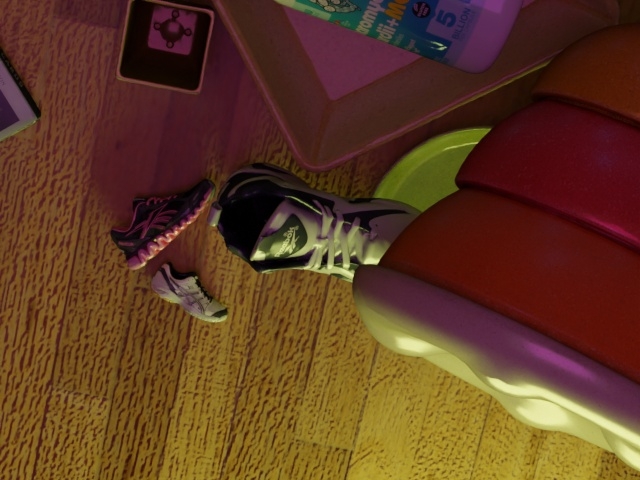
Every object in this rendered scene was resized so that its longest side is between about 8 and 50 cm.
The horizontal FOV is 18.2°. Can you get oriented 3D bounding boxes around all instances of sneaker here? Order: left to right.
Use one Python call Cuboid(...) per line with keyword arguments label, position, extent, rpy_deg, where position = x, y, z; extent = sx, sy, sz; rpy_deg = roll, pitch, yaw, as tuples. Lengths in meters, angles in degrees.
Cuboid(label="sneaker", position=(-0.156, -0.026, 1.944), extent=(0.119, 0.047, 0.057), rpy_deg=(-40, 90, 10))
Cuboid(label="sneaker", position=(-0.125, 0.051, 1.968), extent=(0.083, 0.032, 0.037), rpy_deg=(27, 105, -7))
Cuboid(label="sneaker", position=(0.000, 0.000, 1.859), extent=(0.235, 0.153, 0.094), rpy_deg=(27, 110, 11))

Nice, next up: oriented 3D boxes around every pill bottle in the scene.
Cuboid(label="pill bottle", position=(0.047, -0.253, 1.737), extent=(0.264, 0.146, 0.146), rpy_deg=(20, 105, -4))

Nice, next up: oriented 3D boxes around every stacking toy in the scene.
Cuboid(label="stacking toy", position=(0.275, -0.065, 1.753), extent=(0.351, 0.350, 0.480), rpy_deg=(28, 84, -7))

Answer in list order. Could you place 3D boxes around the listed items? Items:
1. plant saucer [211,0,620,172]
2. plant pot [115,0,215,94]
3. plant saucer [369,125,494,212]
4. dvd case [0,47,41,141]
Cuboid(label="plant saucer", position=(0.061, -0.279, 1.846), extent=(0.333, 0.081, 0.332), rpy_deg=(-25, 104, 9))
Cuboid(label="plant pot", position=(-0.143, -0.191, 1.871), extent=(0.082, 0.083, 0.081), rpy_deg=(11, 106, -3))
Cuboid(label="plant saucer", position=(0.157, 0.002, 1.947), extent=(0.241, 0.037, 0.241), rpy_deg=(0, 106, 0))
Cuboid(label="dvd case", position=(-0.416, -0.137, 1.920), extent=(0.239, 0.029, 0.179), rpy_deg=(-28, 104, 9))
